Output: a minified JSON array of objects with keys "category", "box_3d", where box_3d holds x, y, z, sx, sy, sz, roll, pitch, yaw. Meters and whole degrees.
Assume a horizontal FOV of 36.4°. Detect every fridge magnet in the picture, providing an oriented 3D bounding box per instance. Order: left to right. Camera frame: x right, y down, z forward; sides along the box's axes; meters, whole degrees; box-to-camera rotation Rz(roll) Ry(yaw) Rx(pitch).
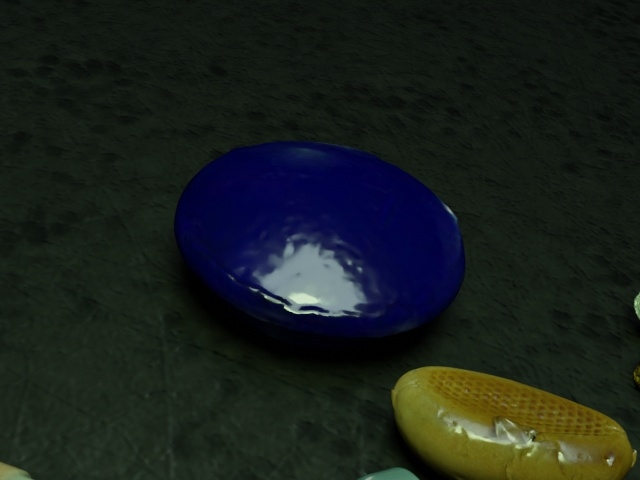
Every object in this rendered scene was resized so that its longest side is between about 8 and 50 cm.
[{"category":"fridge magnet","box_3d":[0.000,0.000,0.882,0.266,0.112,0.265,8,36,-6]}]

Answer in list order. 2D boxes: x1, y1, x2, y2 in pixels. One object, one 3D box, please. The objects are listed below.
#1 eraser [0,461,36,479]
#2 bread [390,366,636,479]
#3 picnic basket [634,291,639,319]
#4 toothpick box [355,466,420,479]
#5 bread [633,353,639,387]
[{"category":"eraser","box_3d":[-0.309,0.171,0.589,0.291,0.087,0.171,18,39,8]},{"category":"bread","box_3d":[0.142,0.154,0.754,0.189,0.077,0.114,18,17,8]},{"category":"picnic basket","box_3d":[0.342,0.063,0.928,0.083,0.083,0.065,-9,47,-23]},{"category":"toothpick box","box_3d":[-0.006,0.209,0.614,0.153,0.101,0.101,-6,41,-26]},{"category":"bread","box_3d":[0.324,0.120,0.876,0.081,0.046,0.083,14,35,-3]}]
